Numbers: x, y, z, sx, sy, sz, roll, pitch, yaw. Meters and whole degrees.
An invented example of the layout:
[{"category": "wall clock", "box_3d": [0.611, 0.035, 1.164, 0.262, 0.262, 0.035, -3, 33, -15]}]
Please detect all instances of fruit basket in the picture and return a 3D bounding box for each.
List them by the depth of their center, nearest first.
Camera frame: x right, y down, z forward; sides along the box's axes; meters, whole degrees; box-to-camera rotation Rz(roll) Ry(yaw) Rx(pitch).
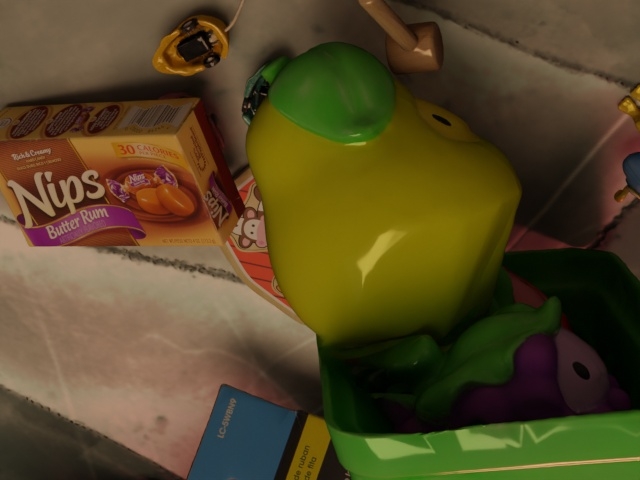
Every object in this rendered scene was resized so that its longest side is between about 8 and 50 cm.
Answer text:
[{"category": "fruit basket", "box_3d": [0.098, 0.039, 1.018, 0.283, 0.392, 0.392, -4, 126, -1]}]

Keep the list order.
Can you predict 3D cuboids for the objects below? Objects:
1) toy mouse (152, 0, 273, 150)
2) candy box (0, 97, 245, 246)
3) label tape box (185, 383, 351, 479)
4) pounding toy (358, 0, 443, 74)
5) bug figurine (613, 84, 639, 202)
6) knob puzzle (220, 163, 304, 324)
[{"category": "toy mouse", "box_3d": [-0.073, -0.107, 1.144, 0.161, 0.031, 0.143, -26, 118, 26]}, {"category": "candy box", "box_3d": [-0.163, -0.051, 1.162, 0.186, 0.053, 0.109, 0, 130, 26]}, {"category": "label tape box", "box_3d": [0.023, 0.292, 1.297, 0.333, 0.241, 0.106, 22, 169, -7]}, {"category": "pounding toy", "box_3d": [0.078, -0.202, 0.953, 0.094, 0.181, 0.206, -3, 126, 12]}, {"category": "bug figurine", "box_3d": [0.362, -0.047, 1.090, 0.279, 0.072, 0.216, 31, 125, -13]}, {"category": "knob puzzle", "box_3d": [0.000, 0.000, 1.213, 0.213, 0.030, 0.213, 5, 127, 6]}]
